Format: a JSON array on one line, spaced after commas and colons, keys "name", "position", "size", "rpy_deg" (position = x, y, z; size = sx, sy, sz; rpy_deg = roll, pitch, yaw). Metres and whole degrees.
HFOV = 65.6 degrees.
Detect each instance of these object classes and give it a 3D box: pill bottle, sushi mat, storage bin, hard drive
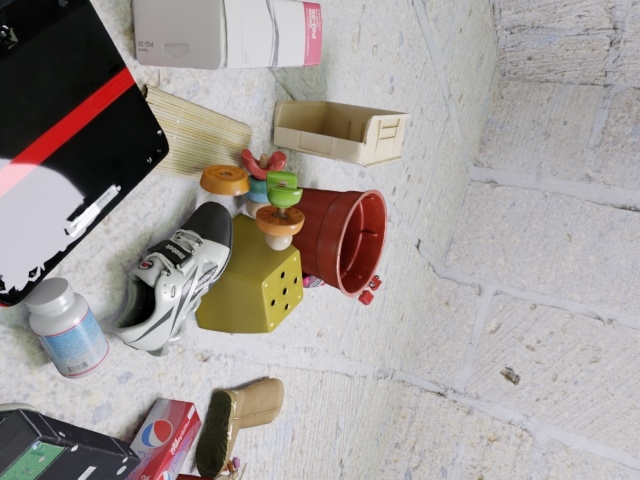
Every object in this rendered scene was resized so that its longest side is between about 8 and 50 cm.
[{"name": "pill bottle", "position": [-0.409, 0.141, 0.803], "size": [0.087, 0.087, 0.160], "rpy_deg": [-47, 142, -42]}, {"name": "sushi mat", "position": [-0.250, -0.195, 1.007], "size": [0.316, 0.019, 0.152], "rpy_deg": [3, 101, -62]}, {"name": "storage bin", "position": [0.054, -0.279, 1.267], "size": [0.260, 0.262, 0.123], "rpy_deg": [-24, 126, -56]}, {"name": "hard drive", "position": [-0.426, 0.379, 0.719], "size": [0.237, 0.064, 0.339], "rpy_deg": [-47, 159, -19]}]

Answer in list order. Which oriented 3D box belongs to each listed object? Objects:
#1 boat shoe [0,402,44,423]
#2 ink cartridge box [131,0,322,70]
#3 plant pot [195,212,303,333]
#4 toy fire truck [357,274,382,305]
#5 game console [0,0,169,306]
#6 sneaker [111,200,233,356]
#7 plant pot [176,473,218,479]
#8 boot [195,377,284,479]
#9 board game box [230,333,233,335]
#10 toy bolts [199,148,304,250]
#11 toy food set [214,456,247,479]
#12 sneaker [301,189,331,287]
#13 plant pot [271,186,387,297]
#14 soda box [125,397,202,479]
[{"name": "boat shoe", "position": [-0.512, 0.308, 0.664], "size": [0.340, 0.113, 0.127], "rpy_deg": [20, 86, -62]}, {"name": "ink cartridge box", "position": [-0.155, -0.372, 0.890], "size": [0.283, 0.207, 0.117], "rpy_deg": [-30, 128, -54]}, {"name": "plant pot", "position": [-0.156, 0.090, 1.138], "size": [0.212, 0.187, 0.212], "rpy_deg": [-43, 138, -46]}, {"name": "toy fire truck", "position": [0.151, 0.149, 1.830], "size": [0.192, 0.135, 0.047], "rpy_deg": [47, 53, -12]}, {"name": "game console", "position": [-0.410, -0.144, 0.697], "size": [0.387, 0.060, 0.342], "rpy_deg": [-56, 148, -29]}, {"name": "sneaker", "position": [-0.281, 0.056, 0.959], "size": [0.331, 0.122, 0.146], "rpy_deg": [-67, 153, -16]}, {"name": "plant pot", "position": [-0.279, 0.704, 1.160], "size": [0.267, 0.235, 0.267], "rpy_deg": [-56, 146, -32]}, {"name": "boot", "position": [-0.205, 0.505, 1.360], "size": [0.269, 0.089, 0.236], "rpy_deg": [22, 84, -63]}, {"name": "board game box", "position": [-0.188, 0.191, 1.262], "size": [0.090, 0.020, 0.090], "rpy_deg": [-40, 169, -49]}, {"name": "toy bolts", "position": [-0.149, -0.088, 1.079], "size": [0.229, 0.218, 0.159], "rpy_deg": [-105, -158, -58]}, {"name": "toy food set", "position": [-0.259, 0.650, 1.406], "size": [0.122, 0.019, 0.078], "rpy_deg": [40, 67, -52]}, {"name": "sneaker", "position": [0.000, 0.000, 1.456], "size": [0.112, 0.120, 0.300], "rpy_deg": [-2, 105, -59]}, {"name": "plant pot", "position": [-0.003, -0.021, 1.283], "size": [0.272, 0.264, 0.273], "rpy_deg": [-35, 132, -50]}, {"name": "soda box", "position": [-0.341, 0.453, 1.005], "size": [0.263, 0.092, 0.084], "rpy_deg": [-69, 158, -52]}]
